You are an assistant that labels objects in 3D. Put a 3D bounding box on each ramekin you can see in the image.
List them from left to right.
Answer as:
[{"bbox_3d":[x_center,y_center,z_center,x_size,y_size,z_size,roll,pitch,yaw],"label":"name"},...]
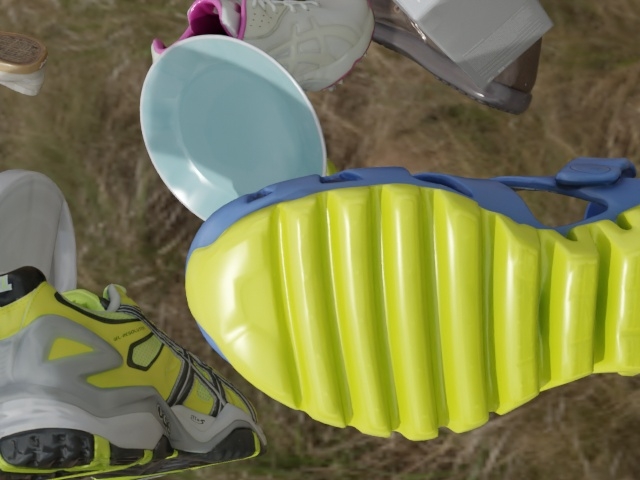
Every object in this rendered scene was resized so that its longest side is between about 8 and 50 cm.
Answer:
[{"bbox_3d":[-0.339,0.061,1.253,0.127,0.273,0.273,7,89,12],"label":"ramekin"}]

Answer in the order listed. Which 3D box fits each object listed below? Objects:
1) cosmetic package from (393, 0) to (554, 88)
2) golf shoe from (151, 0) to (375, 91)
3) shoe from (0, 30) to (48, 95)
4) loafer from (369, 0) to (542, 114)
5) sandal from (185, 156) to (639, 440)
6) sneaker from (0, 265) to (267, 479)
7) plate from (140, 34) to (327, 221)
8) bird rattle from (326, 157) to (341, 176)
[{"bbox_3d":[0.115,-0.235,1.182,0.107,0.238,0.127,-41,72,8],"label":"cosmetic package"},{"bbox_3d":[-0.050,-0.195,1.290,0.115,0.306,0.140,2,125,38],"label":"golf shoe"},{"bbox_3d":[-0.412,-0.224,1.518,0.219,0.058,0.076,23,57,10],"label":"shoe"},{"bbox_3d":[0.129,-0.289,1.641,0.366,0.134,0.130,33,104,21],"label":"loafer"},{"bbox_3d":[0.084,0.016,0.664,0.138,0.317,0.126,-137,51,-63],"label":"sandal"},{"bbox_3d":[-0.142,0.109,1.017,0.145,0.384,0.147,-15,76,9],"label":"sneaker"},{"bbox_3d":[-0.073,-0.091,1.145,0.188,0.024,0.188,16,124,25],"label":"plate"},{"bbox_3d":[0.022,0.008,1.841,0.143,0.207,0.253,24,138,20],"label":"bird rattle"}]
